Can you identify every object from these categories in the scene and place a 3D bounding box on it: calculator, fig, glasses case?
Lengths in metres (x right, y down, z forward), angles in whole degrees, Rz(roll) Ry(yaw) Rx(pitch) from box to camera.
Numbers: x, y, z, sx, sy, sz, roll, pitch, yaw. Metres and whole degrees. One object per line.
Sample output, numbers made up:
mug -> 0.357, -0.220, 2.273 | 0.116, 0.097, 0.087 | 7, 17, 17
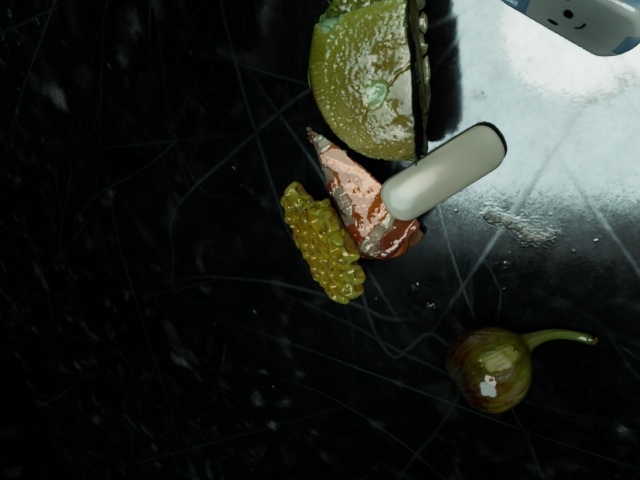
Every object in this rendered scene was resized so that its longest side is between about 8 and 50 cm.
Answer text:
calculator -> 0.308, -0.305, 0.547 | 0.210, 0.121, 0.039 | 37, 97, 10
fig -> 0.343, 0.197, 0.752 | 0.245, 0.149, 0.149 | -29, 95, 10
glasses case -> 0.193, -0.106, 0.699 | 0.204, 0.051, 0.081 | -30, 94, 9

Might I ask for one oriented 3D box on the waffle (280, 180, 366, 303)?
waffle -> 0.001, 0.000, 0.803 | 0.249, 0.056, 0.253 | 65, 165, 1

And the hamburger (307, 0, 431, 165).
hamburger -> 0.075, -0.261, 0.663 | 0.192, 0.167, 0.288 | 3, 111, 29

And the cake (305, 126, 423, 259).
cake -> 0.053, -0.080, 0.785 | 0.135, 0.098, 0.287 | -40, 85, 17
